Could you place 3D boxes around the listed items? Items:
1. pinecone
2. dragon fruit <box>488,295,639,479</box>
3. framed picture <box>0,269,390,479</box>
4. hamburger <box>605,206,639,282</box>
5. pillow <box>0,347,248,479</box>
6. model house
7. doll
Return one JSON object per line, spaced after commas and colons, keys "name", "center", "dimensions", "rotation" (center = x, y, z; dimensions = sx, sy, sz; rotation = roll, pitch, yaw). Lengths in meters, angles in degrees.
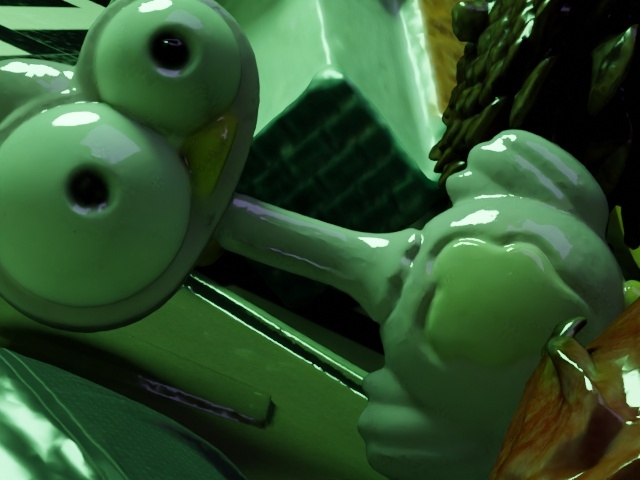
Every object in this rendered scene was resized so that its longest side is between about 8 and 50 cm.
{"name": "pinecone", "center": [0.151, -0.070, 0.826], "dimensions": [0.207, 0.208, 0.208], "rotation": [19, 14, -5]}
{"name": "dragon fruit", "center": [0.179, 0.100, 0.535], "dimensions": [0.250, 0.250, 0.315], "rotation": [29, 9, 31]}
{"name": "framed picture", "center": [-0.059, 0.064, 0.766], "dimensions": [0.315, 0.024, 0.232], "rotation": [30, 17, 31]}
{"name": "hamburger", "center": [0.349, -0.118, 1.283], "dimensions": [0.395, 0.396, 0.277], "rotation": [14, 16, -24]}
{"name": "pillow", "center": [-0.035, 0.122, 0.430], "dimensions": [0.161, 0.092, 0.335], "rotation": [15, 15, -36]}
{"name": "model house", "center": [0.019, -0.021, 0.970], "dimensions": [0.271, 0.190, 0.301], "rotation": [30, 35, -37]}
{"name": "doll", "center": [0.000, 0.000, 0.726], "dimensions": [0.365, 0.160, 0.094], "rotation": [24, -8, 0]}
